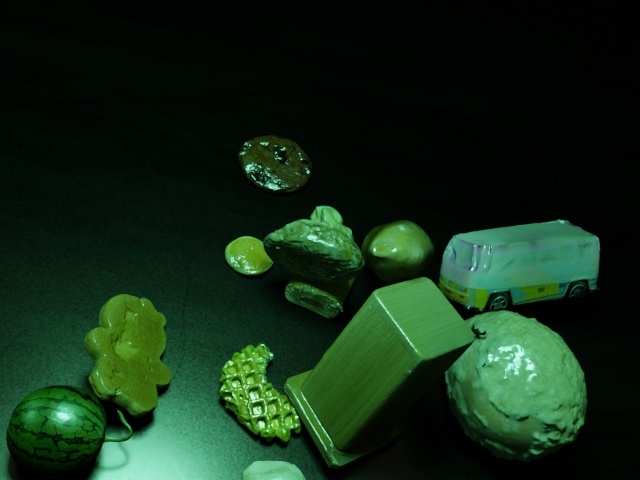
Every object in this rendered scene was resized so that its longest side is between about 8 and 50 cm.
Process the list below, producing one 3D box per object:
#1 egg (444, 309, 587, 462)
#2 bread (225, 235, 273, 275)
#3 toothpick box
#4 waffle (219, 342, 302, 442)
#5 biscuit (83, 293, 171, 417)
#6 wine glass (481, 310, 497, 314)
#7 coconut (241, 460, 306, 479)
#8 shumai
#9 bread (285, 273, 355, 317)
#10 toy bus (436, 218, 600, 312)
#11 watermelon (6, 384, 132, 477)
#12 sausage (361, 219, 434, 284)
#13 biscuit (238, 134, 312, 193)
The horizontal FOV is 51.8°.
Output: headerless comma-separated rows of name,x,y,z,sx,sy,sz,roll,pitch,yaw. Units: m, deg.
egg,0.372,0.274,1.274,0.279,0.279,0.310,2,33,-18
bread,-0.156,0.034,1.452,0.110,0.024,0.110,11,48,-12
toothpick box,0.105,0.225,1.157,0.187,0.308,0.190,-8,54,-42
waffle,-0.102,0.282,1.234,0.194,0.051,0.149,40,49,15
biscuit,-0.342,0.194,1.181,0.184,0.035,0.249,41,26,-36
wine glass,0.436,0.235,1.459,0.066,0.066,0.198,-15,57,-30
coconut,-0.070,0.420,1.084,0.124,0.110,0.110,5,49,-11
shumai,0.000,0.000,1.334,0.209,0.161,0.153,5,47,27
bread,0.007,0.078,1.429,0.134,0.085,0.173,22,46,0
toy bus,0.454,0.051,1.522,0.386,0.163,0.171,-6,16,-23
watermelon,-0.395,0.303,1.048,0.187,0.141,0.141,10,48,-12
sausage,0.154,0.021,1.319,0.136,0.501,0.123,7,91,2
biscuit,-0.114,-0.194,1.653,0.191,0.049,0.192,7,50,-9
